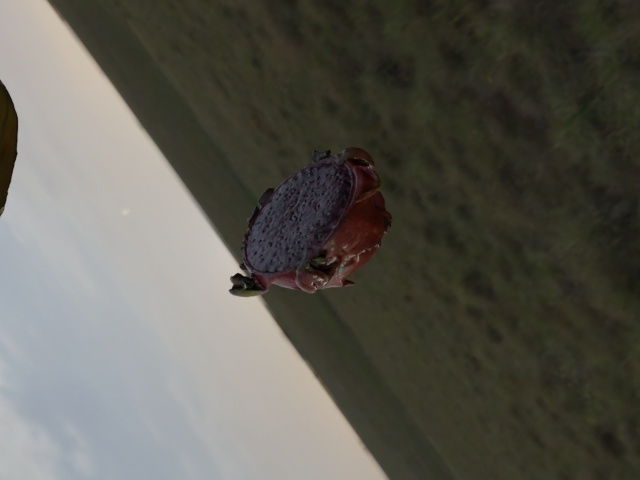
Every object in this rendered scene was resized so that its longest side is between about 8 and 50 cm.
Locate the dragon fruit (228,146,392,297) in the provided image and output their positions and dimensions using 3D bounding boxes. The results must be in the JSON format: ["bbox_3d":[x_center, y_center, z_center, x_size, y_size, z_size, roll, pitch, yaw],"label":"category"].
[{"bbox_3d":[0.004,-0.004,0.796,0.112,0.126,0.068,-8,140,42],"label":"dragon fruit"}]

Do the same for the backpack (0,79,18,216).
[{"bbox_3d":[-0.555,-0.111,1.358,0.353,0.378,0.201,18,163,-12],"label":"backpack"}]
